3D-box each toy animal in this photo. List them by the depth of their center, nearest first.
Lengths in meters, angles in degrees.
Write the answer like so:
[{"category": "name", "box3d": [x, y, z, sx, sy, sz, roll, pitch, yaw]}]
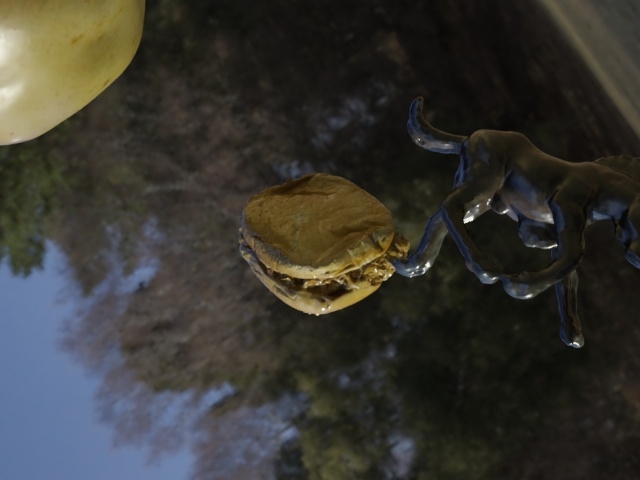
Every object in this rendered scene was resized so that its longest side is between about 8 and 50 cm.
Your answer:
[{"category": "toy animal", "box3d": [0.156, -0.020, 0.941, 0.233, 0.148, 0.084, 24, 164, 21]}]

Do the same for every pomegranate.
[{"category": "pomegranate", "box3d": [-0.293, -0.244, 1.100, 0.319, 0.319, 0.319, 51, -167, -16]}]

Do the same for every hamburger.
[{"category": "hamburger", "box3d": [0.000, 0.000, 1.217, 0.147, 0.138, 0.083, 42, 147, 35]}]
